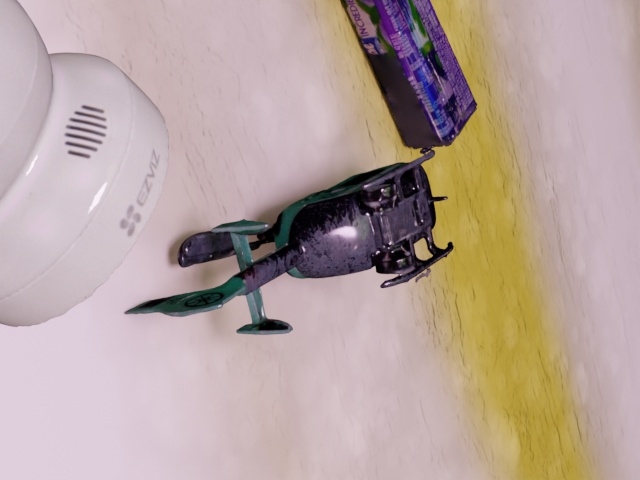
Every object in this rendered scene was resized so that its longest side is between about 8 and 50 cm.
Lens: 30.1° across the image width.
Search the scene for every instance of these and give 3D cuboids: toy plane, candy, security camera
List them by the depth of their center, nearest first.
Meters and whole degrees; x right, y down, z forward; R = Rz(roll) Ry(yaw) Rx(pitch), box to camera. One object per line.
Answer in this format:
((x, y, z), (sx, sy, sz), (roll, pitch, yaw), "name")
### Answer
((-0.234, -0.074, 0.724), (0.236, 0.194, 0.195), (37, 58, -42), "security camera")
((0.000, 0.000, 1.053), (0.381, 0.155, 0.106), (-31, 111, -52), "toy plane")
((0.074, -0.244, 1.254), (0.088, 0.061, 0.312), (-52, 125, -41), "candy")
